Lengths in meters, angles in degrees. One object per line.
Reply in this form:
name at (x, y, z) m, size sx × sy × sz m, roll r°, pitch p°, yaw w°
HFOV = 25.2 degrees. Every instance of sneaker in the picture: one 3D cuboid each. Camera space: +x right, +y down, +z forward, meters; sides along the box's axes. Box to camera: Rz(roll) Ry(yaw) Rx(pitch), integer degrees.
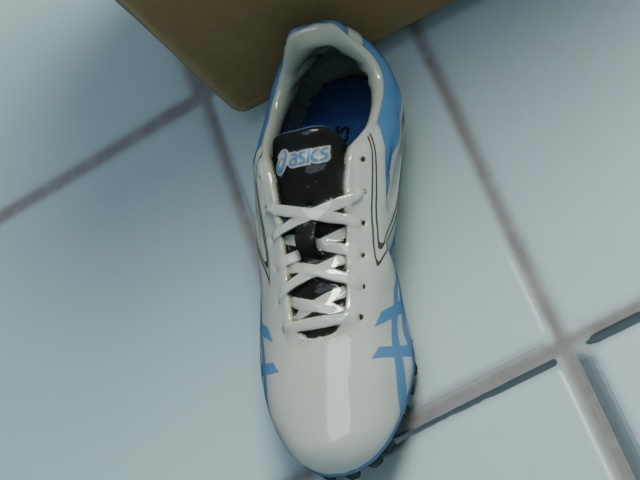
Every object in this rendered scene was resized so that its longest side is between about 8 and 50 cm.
sneaker at (0.000, 0.000, 0.710) m, size 0.085 × 0.086 × 0.237 m, roll -11°, pitch 63°, yaw 21°

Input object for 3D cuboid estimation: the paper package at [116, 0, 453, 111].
paper package at (0.007, -0.258, 0.698) m, size 0.325 × 0.309 × 0.168 m, roll -26°, pitch 56°, yaw 16°
